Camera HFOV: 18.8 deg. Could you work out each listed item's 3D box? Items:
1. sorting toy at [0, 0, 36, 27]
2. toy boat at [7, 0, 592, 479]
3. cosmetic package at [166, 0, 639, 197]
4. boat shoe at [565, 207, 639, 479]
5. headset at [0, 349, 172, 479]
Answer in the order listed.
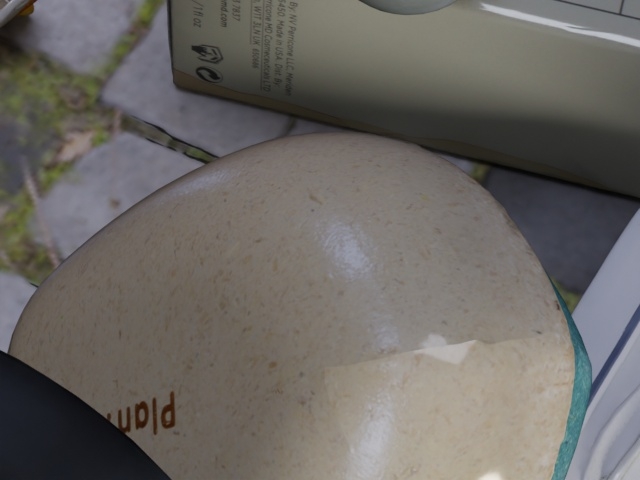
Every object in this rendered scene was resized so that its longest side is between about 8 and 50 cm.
[{"bbox_3d":[-0.174,-0.103,0.853,0.083,0.045,0.075,40,73,18],"label":"sorting toy"},{"bbox_3d":[0.000,0.000,0.673,0.148,0.267,0.318,9,76,-37],"label":"toy boat"},{"bbox_3d":[0.102,-0.121,0.837,0.309,0.113,0.160,15,60,5],"label":"cosmetic package"},{"bbox_3d":[0.108,0.093,0.722,0.084,0.095,0.258,25,62,16],"label":"boat shoe"},{"bbox_3d":[-0.188,0.109,0.638,0.394,0.243,0.185,7,33,21],"label":"headset"}]
